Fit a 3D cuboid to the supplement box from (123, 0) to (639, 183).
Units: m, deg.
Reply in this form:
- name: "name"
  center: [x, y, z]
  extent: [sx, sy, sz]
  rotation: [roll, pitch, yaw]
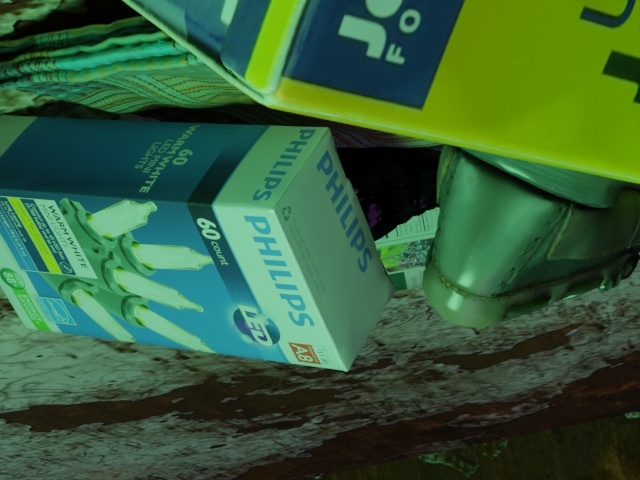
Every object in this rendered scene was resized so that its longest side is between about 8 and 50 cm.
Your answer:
- name: "supplement box"
  center: [0.102, -0.137, 0.545]
  extent: [0.357, 0.195, 0.194]
  rotation: [8, -161, -40]

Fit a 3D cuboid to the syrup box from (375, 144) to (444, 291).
- name: "syrup box"
  center: [0.064, -0.015, 1.238]
  extent: [0.237, 0.096, 0.093]
  rotation: [-11, 164, 2]

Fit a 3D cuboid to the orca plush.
- name: "orca plush"
  center: [0.000, 0.000, 1.113]
  extent: [0.287, 0.102, 0.151]
  rotation: [1, 117, -20]

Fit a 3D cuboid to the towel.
- name: "towel"
  center: [0.013, -0.083, 0.871]
  extent: [0.271, 0.040, 0.370]
  rotation: [10, 174, -40]

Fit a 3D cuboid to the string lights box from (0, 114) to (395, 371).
- name: "string lights box"
  center: [-0.096, -0.003, 0.977]
  extent: [0.260, 0.076, 0.133]
  rotation: [5, 135, 34]

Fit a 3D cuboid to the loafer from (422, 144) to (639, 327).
- name: "loafer"
  center: [0.095, -0.010, 0.695]
  extent: [0.096, 0.084, 0.267]
  rotation: [27, -172, 18]
